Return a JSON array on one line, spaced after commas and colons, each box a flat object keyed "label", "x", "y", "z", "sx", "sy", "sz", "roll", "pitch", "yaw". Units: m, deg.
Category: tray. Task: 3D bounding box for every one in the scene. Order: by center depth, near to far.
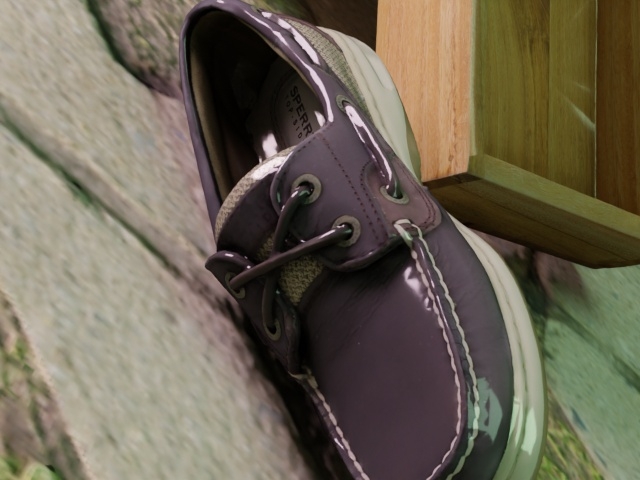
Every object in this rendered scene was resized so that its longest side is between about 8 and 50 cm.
[{"label": "tray", "x": 0.126, "y": -0.205, "z": 0.862, "sx": 0.203, "sy": 0.076, "sz": 0.411, "roll": 17, "pitch": 71, "yaw": -44}]

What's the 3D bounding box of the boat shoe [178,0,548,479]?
[{"label": "boat shoe", "x": 0.000, "y": 0.000, "z": 0.594, "sx": 0.092, "sy": 0.103, "sz": 0.285, "roll": 22, "pitch": 32, "yaw": -33}]
